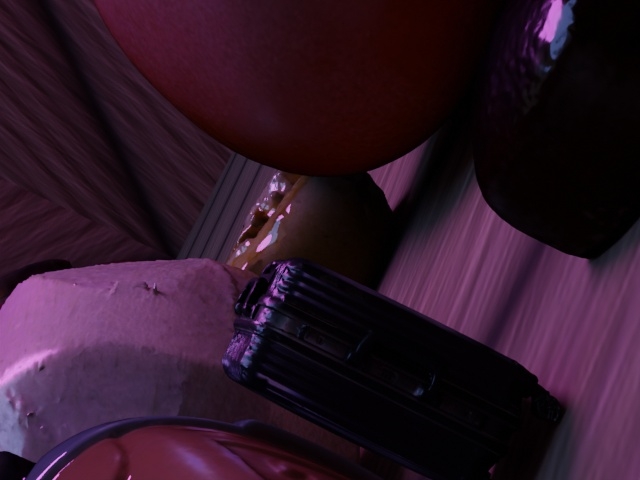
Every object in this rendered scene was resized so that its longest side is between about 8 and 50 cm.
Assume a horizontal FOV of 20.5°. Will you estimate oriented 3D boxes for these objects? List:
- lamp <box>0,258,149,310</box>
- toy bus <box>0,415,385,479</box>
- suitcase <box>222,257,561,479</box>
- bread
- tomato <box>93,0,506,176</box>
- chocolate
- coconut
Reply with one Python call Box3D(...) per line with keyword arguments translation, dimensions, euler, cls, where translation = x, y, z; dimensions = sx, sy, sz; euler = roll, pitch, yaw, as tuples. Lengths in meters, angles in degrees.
Box3D(translation=(-0.192, 0.149, 1.420), dimensions=(0.303, 0.257, 0.303), euler=(-30, -17, -10), cls="lamp")
Box3D(translation=(-0.037, 0.194, 0.506), dimensions=(0.232, 0.194, 0.288), euler=(-12, 52, 66), cls="toy bus")
Box3D(translation=(0.023, 0.055, 0.697), dimensions=(0.059, 0.126, 0.086), euler=(-64, 7, -6), cls="suitcase")
Box3D(translation=(0.000, 0.003, 1.231), dimensions=(0.110, 0.103, 0.156), euler=(-45, 24, 38), cls="bread")
Box3D(translation=(-0.013, -0.211, 1.135), dimensions=(0.321, 0.321, 0.321), euler=(-63, 7, 14), cls="tomato")
Box3D(translation=(0.102, -0.064, 0.727), dimensions=(0.125, 0.080, 0.149), euler=(-63, 8, 9), cls="chocolate")
Box3D(translation=(-0.091, 0.117, 0.937), dimensions=(0.230, 0.227, 0.227), euler=(-95, 30, -62), cls="coconut")
